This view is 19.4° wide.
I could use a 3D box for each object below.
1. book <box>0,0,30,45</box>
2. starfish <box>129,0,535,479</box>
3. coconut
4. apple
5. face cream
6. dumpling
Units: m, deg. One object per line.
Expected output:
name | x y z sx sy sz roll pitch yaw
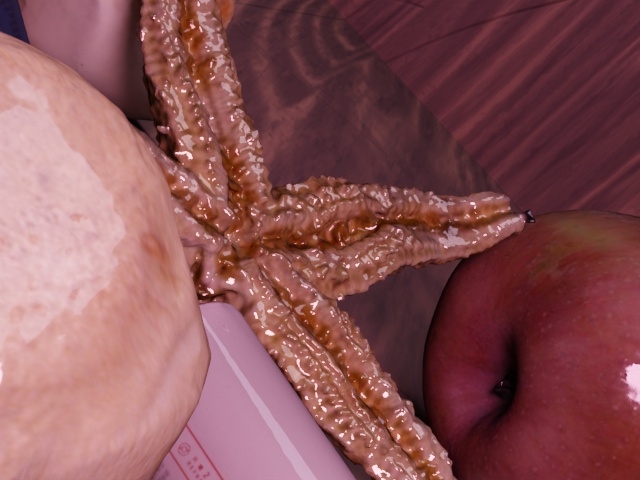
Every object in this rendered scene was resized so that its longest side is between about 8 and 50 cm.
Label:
book | -0.212 -0.146 1.066 0.191 0.025 0.269 -54 130 -77
starfish | 0.000 0.000 1.267 0.432 0.082 0.324 44 38 -8
coconut | -0.146 0.037 0.636 0.224 0.224 0.224 45 12 -13
apple | 0.215 0.120 1.413 0.235 0.306 0.306 12 31 -33
face cream | -0.025 0.141 0.932 0.214 0.096 0.096 53 13 24
dumpling | -0.166 -0.173 1.398 0.179 0.131 0.252 29 -15 42
